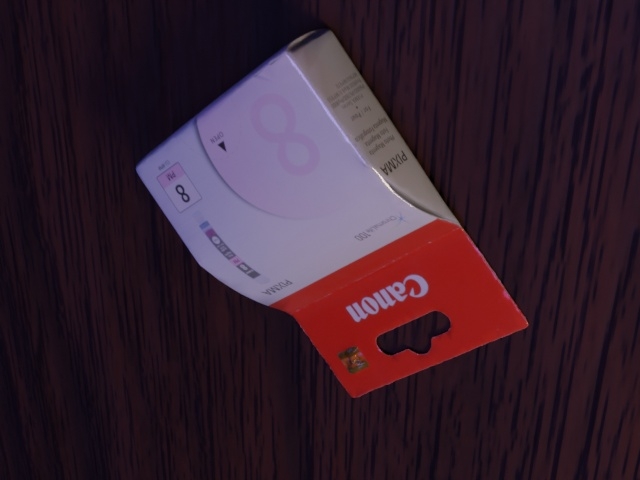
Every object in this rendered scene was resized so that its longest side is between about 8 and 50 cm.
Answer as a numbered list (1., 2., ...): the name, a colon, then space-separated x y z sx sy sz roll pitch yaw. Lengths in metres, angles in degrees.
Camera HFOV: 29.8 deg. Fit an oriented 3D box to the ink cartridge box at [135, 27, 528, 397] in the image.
1. ink cartridge box: 0.000 0.000 0.807 0.189 0.066 0.232 -30 92 46
